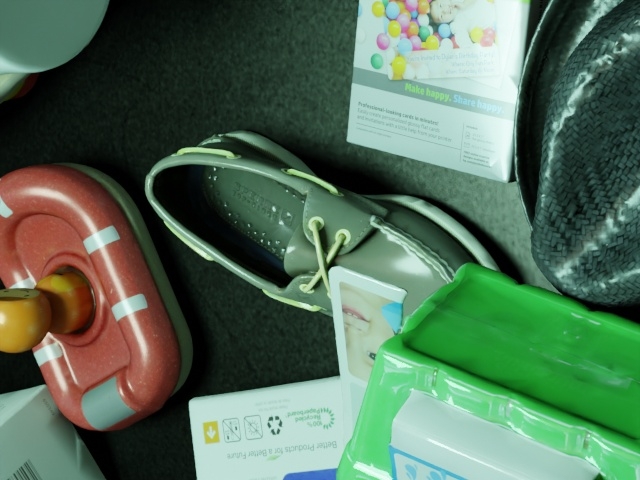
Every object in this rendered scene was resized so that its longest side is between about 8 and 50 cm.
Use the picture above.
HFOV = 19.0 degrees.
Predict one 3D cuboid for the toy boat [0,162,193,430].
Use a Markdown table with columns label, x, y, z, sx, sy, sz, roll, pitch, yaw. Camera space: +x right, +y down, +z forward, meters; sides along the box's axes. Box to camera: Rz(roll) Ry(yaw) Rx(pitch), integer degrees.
| label | x | y | z | sx | sy | sz | roll | pitch | yaw |
| --- | --- | --- | --- | --- | --- | --- | --- | --- | --- |
| toy boat | -0.219 | 0.051 | 1.574 | 0.151 | 0.151 | 0.231 | -31 | 79 | 39 |

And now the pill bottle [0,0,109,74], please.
| label | x | y | z | sx | sy | sz | roll | pitch | yaw |
| --- | --- | --- | --- | --- | --- | --- | --- | --- | --- |
| pill bottle | -0.344 | -0.212 | 1.468 | 0.361 | 0.204 | 0.204 | 2 | 101 | 38 |

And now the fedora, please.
| label | x | y | z | sx | sy | sz | roll | pitch | yaw |
| --- | --- | --- | --- | --- | --- | --- | --- | --- | --- |
| fedora | 0.227 | -0.061 | 1.170 | 0.334 | 0.152 | 0.334 | 10 | 107 | 35 |

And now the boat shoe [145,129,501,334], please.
| label | x | y | z | sx | sy | sz | roll | pitch | yaw |
| --- | --- | --- | --- | --- | --- | --- | --- | --- | --- |
| boat shoe | -0.001 | 0.004 | 1.422 | 0.305 | 0.091 | 0.109 | 27 | 116 | 33 |

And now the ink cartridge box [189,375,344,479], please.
| label | x | y | z | sx | sy | sz | roll | pitch | yaw |
| --- | --- | --- | --- | --- | --- | --- | --- | --- | --- |
| ink cartridge box | -0.003 | 0.293 | 1.469 | 0.176 | 0.069 | 0.371 | -12 | 80 | 40 |

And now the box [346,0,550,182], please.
| label | x | y | z | sx | sy | sz | roll | pitch | yaw |
| --- | --- | --- | --- | --- | --- | --- | --- | --- | --- |
| box | 0.093 | -0.146 | 1.348 | 0.145 | 0.038 | 0.186 | 17 | 109 | 35 |

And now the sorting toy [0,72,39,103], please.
| label | x | y | z | sx | sy | sz | roll | pitch | yaw |
| --- | --- | --- | --- | --- | --- | --- | --- | --- | --- |
| sorting toy | -0.292 | -0.244 | 1.613 | 0.255 | 0.089 | 0.257 | -37 | 76 | 38 |

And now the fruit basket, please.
| label | x | y | z | sx | sy | sz | roll | pitch | yaw |
| --- | --- | --- | --- | --- | --- | --- | --- | --- | --- |
| fruit basket | 0.140 | 0.207 | 1.215 | 0.327 | 0.165 | 0.353 | 21 | 127 | 29 |

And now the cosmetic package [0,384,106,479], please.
| label | x | y | z | sx | sy | sz | roll | pitch | yaw |
| --- | --- | --- | --- | --- | --- | --- | --- | --- | --- |
| cosmetic package | -0.379 | 0.258 | 1.704 | 0.365 | 0.197 | 0.155 | -15 | 111 | 42 |
